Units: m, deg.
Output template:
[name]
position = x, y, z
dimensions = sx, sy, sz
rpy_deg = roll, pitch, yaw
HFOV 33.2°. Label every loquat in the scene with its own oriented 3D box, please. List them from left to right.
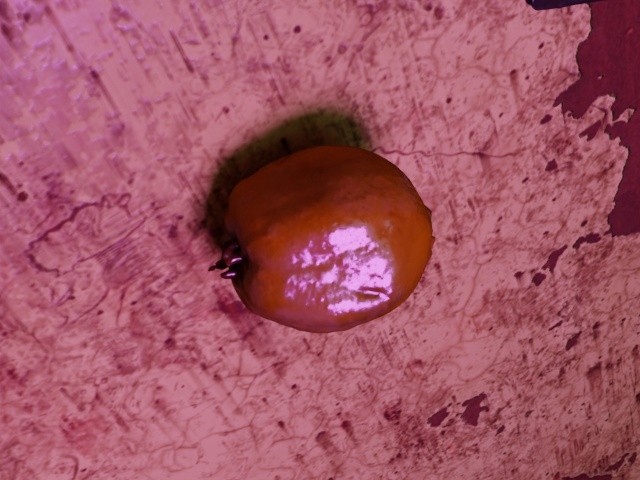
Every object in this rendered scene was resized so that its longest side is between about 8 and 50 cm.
[loquat]
position = 0.000, 0.000, 1.088
dimensions = 0.234, 0.176, 0.187
rpy_deg = -13, 95, -6

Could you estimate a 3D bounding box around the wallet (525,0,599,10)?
[wallet]
position = 0.288, -0.293, 1.165
dimensions = 0.157, 0.018, 0.082
rpy_deg = -15, 134, -29
